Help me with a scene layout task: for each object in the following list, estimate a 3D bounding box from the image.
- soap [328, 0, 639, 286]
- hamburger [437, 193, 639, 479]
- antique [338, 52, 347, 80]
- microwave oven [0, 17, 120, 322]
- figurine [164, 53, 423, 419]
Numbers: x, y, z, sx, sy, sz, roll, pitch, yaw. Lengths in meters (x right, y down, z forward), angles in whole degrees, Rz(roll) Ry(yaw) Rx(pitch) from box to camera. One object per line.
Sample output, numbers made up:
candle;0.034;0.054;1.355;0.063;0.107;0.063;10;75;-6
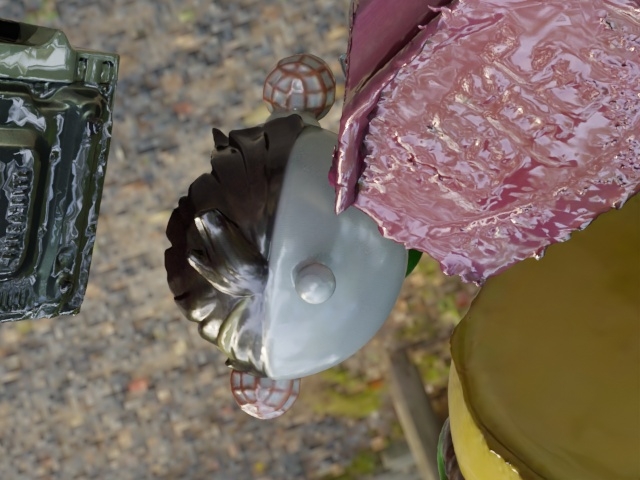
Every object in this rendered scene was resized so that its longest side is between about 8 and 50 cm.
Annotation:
soap;0.110;-0.098;0.917;0.182;0.112;0.289;22;145;-23
hamburger;0.292;0.171;1.381;0.396;0.395;0.277;-16;134;-12
antique;0.113;-0.131;1.738;0.147;0.152;0.148;-19;170;2
microwave oven;-0.356;-0.058;1.401;0.218;0.286;0.355;13;-172;31
figurine;0.000;0.000;1.275;0.167;0.281;0.370;9;-171;16
